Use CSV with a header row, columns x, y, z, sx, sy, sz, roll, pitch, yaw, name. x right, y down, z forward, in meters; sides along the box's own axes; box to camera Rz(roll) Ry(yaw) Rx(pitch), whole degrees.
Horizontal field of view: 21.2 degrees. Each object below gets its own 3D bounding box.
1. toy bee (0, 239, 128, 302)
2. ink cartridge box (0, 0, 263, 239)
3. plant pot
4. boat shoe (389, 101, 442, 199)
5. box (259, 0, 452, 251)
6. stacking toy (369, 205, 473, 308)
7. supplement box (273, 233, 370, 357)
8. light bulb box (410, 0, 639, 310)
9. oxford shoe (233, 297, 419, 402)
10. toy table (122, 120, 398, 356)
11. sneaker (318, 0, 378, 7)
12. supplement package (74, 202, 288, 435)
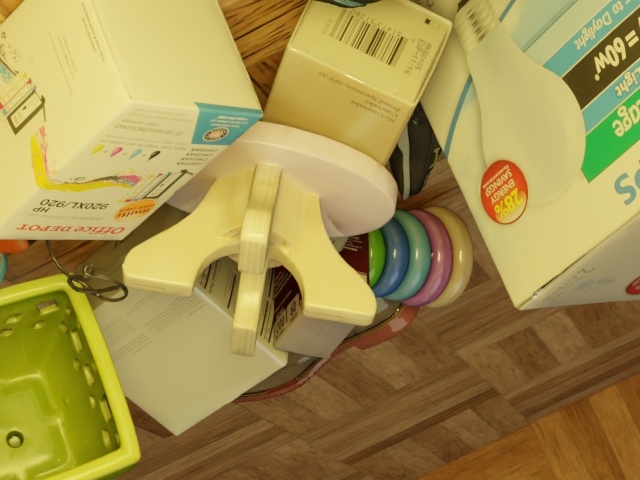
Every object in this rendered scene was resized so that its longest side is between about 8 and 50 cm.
x,y,z,sx,sy,sz,roll,pitch,yaw,name
-0.349,-0.024,1.771,0.298,0.162,0.195,13,155,-17,toy bee
-0.209,-0.127,1.601,0.171,0.168,0.232,2,148,-48,ink cartridge box
-0.340,0.195,1.862,0.227,0.228,0.207,-17,163,-17,plant pot
0.117,-0.119,2.054,0.068,0.081,0.228,-17,155,-4,boat shoe
0.016,-0.130,1.803,0.148,0.121,0.311,24,149,1,box
0.041,0.020,2.247,0.330,0.141,0.141,1,148,-39,stacking toy
0.000,0.000,1.995,0.073,0.239,0.130,13,145,-19,supplement box
0.305,-0.171,1.744,0.225,0.361,0.358,-4,151,-40,light bulb box
-0.032,0.118,2.461,0.348,0.123,0.130,-30,131,21,oxford shoe
-0.067,-0.006,1.737,0.274,0.161,0.252,4,149,9,toy table
0.076,-0.286,1.595,0.340,0.125,0.140,-1,158,-19,sneaker
-0.168,0.085,2.039,0.194,0.149,0.203,-34,117,28,supplement package
